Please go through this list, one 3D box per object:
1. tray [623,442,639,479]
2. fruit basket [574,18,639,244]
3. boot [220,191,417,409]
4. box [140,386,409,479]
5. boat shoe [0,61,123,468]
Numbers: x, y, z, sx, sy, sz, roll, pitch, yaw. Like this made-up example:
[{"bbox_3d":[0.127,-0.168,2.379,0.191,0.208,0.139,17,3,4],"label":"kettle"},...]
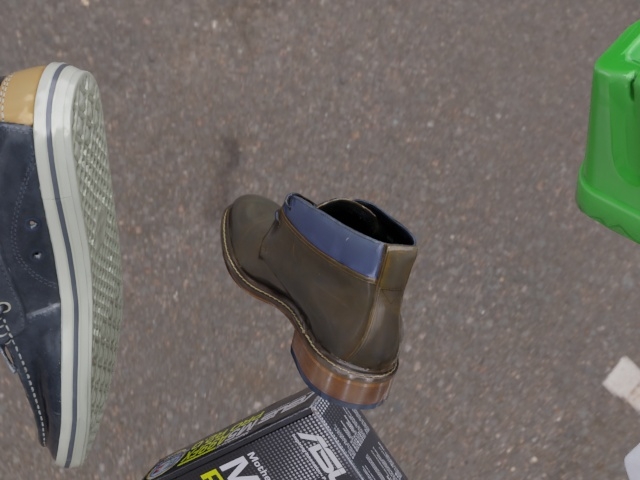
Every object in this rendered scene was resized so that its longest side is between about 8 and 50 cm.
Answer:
[{"bbox_3d":[0.416,0.279,1.086,0.030,0.145,0.270,34,21,-12],"label":"tray"},{"bbox_3d":[0.430,-0.090,0.838,0.392,0.392,0.283,-32,45,-23],"label":"fruit basket"},{"bbox_3d":[0.000,0.000,0.652,0.082,0.106,0.219,0,31,-30],"label":"boot"},{"bbox_3d":[-0.004,0.273,0.861,0.270,0.216,0.060,57,30,-8],"label":"box"},{"bbox_3d":[-0.313,0.041,1.109,0.156,0.499,0.186,2,32,1],"label":"boat shoe"}]
